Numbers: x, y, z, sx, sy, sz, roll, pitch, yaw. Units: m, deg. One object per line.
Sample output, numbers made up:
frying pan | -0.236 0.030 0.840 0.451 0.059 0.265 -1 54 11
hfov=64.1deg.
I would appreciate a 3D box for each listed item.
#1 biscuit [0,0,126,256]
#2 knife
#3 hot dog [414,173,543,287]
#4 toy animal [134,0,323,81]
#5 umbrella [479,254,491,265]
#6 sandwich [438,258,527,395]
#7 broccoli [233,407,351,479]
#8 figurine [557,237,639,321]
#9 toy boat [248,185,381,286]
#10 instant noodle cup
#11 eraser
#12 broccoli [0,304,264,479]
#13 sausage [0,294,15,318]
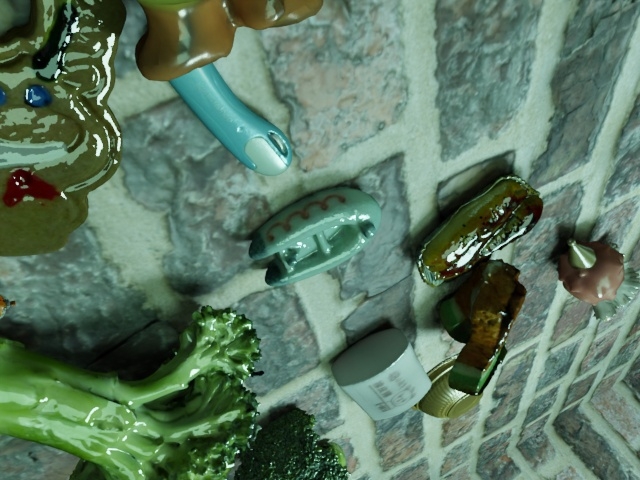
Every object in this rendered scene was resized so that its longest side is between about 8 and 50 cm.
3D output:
biscuit | -0.276 -0.111 0.485 0.183 0.047 0.319 18 116 -47
knife | -0.103 -0.146 0.579 0.064 0.031 0.222 -36 137 7
hot dog | 0.291 -0.015 0.947 0.270 0.082 0.162 -40 139 8
toy animal | -0.102 -0.271 0.327 0.216 0.191 0.338 -32 140 -10
umbrella | 0.358 0.035 1.095 0.022 0.013 0.122 5 131 -13
sandwich | 0.339 0.169 1.113 0.250 0.162 0.301 -33 138 -51
broccoli | -0.018 0.520 1.190 0.252 0.221 0.361 -46 150 24
figurine | 0.669 0.085 1.265 0.387 0.166 0.207 20 83 -43
toy boat | 0.000 0.000 0.762 0.208 0.079 0.134 -27 137 -7
instant noodle cup | 0.385 0.431 1.450 0.274 0.090 0.274 -20 139 -19
eraser | 0.147 0.311 1.163 0.174 0.094 0.270 -32 140 0
broccoli | -0.298 0.276 0.704 0.397 0.275 0.353 -2 88 -47
sausage | -0.506 0.084 0.509 0.348 0.053 0.053 -3 131 -33
